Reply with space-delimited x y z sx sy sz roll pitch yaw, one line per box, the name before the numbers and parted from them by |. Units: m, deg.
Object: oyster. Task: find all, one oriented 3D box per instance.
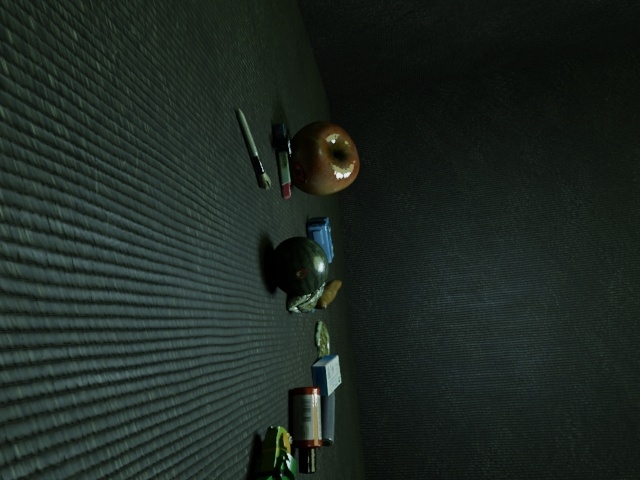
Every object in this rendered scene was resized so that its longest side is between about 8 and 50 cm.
oyster | -0.052 0.176 1.738 0.350 0.158 0.162 -65 151 -51

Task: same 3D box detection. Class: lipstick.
lipstick | -0.154 -0.329 1.747 0.051 0.051 0.311 -50 133 -85

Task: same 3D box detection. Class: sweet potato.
sweet potato | 0.017 0.258 1.919 0.092 0.114 0.341 60 19 -1

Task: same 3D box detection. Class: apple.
apple | -0.007 -0.362 1.895 0.339 0.305 0.337 9 74 -35

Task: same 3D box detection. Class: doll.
doll | -0.122 0.587 1.099 0.186 0.107 0.134 -82 152 -58

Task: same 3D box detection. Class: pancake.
pancake | 0.012 0.539 2.154 0.254 0.037 0.253 -6 90 -78

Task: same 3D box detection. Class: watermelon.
watermelon | -0.074 0.093 1.459 0.212 0.213 0.211 -7 90 -81

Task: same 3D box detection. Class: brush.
brush | -0.219 -0.293 1.376 0.042 0.039 0.299 -85 164 -49

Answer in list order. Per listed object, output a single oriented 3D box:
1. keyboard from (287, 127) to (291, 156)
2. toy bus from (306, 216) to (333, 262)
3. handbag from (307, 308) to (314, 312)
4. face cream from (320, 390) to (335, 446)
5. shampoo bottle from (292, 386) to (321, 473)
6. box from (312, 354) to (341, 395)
keyboard | -0.132 -0.413 1.749 0.198 0.010 0.063 -97 179 -58
toy bus | 0.000 0.000 2.240 0.133 0.116 0.233 -68 151 -65
handbag | -0.053 0.219 1.971 0.144 0.057 0.220 -47 131 -69
face cream | 0.030 0.811 1.951 0.283 0.073 0.073 -85 165 -52
shampoo bottle | -0.049 0.670 1.477 0.104 0.105 0.277 65 20 -62
box | 0.031 0.639 1.985 0.194 0.073 0.139 1 84 -71
